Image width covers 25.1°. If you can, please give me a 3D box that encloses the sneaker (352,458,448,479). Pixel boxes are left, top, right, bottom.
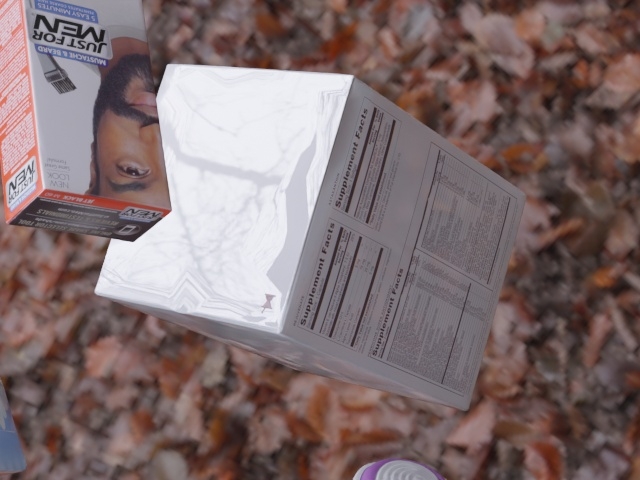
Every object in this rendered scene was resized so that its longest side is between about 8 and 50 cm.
[{"bbox_3d":[0.057,0.298,1.053,0.305,0.114,0.152,-77,-1,-63],"label":"sneaker"}]

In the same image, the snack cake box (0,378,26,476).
[{"bbox_3d":[-0.304,0.133,0.957,0.152,0.264,0.089,-18,81,-4],"label":"snack cake box"}]

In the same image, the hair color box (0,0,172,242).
[{"bbox_3d":[-0.155,-0.088,0.912,0.053,0.093,0.167,-34,57,43],"label":"hair color box"}]

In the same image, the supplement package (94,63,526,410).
[{"bbox_3d":[0.000,0.000,1.162,0.199,0.263,0.198,9,78,39],"label":"supplement package"}]
